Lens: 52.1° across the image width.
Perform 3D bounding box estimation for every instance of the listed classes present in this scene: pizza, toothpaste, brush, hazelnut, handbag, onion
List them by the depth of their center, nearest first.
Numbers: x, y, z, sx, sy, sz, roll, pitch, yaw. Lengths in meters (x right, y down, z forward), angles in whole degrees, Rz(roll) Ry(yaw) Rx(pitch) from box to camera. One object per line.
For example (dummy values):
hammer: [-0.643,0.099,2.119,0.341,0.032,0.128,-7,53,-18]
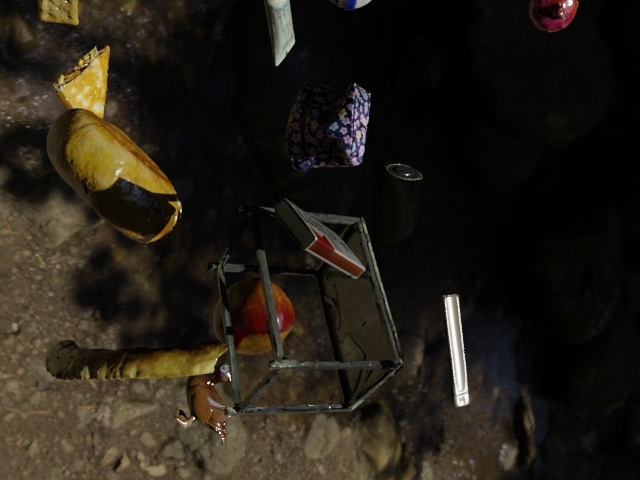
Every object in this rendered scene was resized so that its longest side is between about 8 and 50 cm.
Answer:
toothpaste: [-0.051,-0.275,0.827,0.029,0.197,0.048,33,85,4]
brush: [0.223,0.184,1.103,0.034,0.027,0.190,-8,92,-20]
onion: [0.508,-0.508,1.429,0.107,0.097,0.107,-4,122,-7]
pizza: [-0.581,-0.402,1.626,0.188,0.062,0.199,65,43,-70]
handbag: [0.016,-0.286,1.669,0.127,0.208,0.229,9,85,-61]
hazelnut: [-0.191,0.208,1.823,0.229,0.229,0.229,-7,101,-43]

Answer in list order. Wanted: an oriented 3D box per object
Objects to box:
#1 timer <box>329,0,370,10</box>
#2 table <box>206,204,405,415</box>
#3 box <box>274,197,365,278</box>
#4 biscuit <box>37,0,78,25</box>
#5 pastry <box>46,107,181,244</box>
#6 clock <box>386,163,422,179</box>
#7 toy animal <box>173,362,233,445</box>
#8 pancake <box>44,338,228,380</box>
timer: [0.055,-0.682,1.413,0.270,0.270,0.383,12,69,-44]
table: [-0.044,0.136,1.271,0.272,0.222,0.335,6,53,-28]
box: [0.000,0.000,1.166,0.036,0.115,0.177,-45,143,10]
biscuit: [-0.556,-0.495,1.387,0.081,0.083,0.018,3,55,-18]
pastry: [-0.461,-0.140,1.473,0.164,0.356,0.356,-42,126,-1]
clock: [0.181,-0.149,1.424,0.083,0.074,0.010,-11,129,-41]
toy animal: [-0.265,0.410,1.636,0.179,0.089,0.188,-39,84,-6]
pancake: [-0.294,0.177,1.017,0.197,0.376,0.054,4,84,-64]
